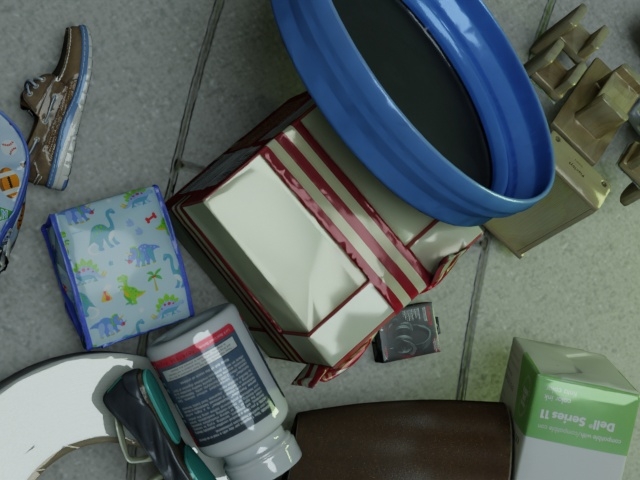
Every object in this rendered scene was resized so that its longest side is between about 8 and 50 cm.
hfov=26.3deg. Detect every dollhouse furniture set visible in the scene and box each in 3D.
[{"bbox_3d":[0.301,-0.117,1.673,0.212,0.161,0.242,43,55,-8],"label":"dollhouse furniture set"}]

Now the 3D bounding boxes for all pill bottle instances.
[{"bbox_3d":[-0.097,0.167,1.447,0.108,0.108,0.180,-30,96,-18],"label":"pill bottle"}]

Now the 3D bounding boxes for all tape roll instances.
[{"bbox_3d":[-0.240,0.312,1.485,0.392,0.072,0.392,1,88,-20],"label":"tape roll"}]

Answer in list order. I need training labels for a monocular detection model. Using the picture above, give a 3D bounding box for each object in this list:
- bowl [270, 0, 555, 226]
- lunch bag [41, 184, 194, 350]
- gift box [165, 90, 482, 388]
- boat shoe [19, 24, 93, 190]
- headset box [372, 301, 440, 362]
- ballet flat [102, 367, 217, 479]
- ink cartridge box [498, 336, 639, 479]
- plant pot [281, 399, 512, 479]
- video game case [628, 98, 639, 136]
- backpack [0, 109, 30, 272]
[{"bbox_3d":[0.096,-0.187,1.431,0.391,0.077,0.391,37,35,-31],"label":"bowl"},{"bbox_3d":[-0.218,0.031,1.489,0.129,0.096,0.151,-18,84,-19],"label":"lunch bag"},{"bbox_3d":[0.000,0.000,1.479,0.255,0.276,0.258,-41,102,-11],"label":"gift box"},{"bbox_3d":[-0.291,-0.149,1.486,0.066,0.066,0.183,11,84,-17],"label":"boat shoe"},{"bbox_3d":[0.103,0.108,1.633,0.083,0.032,0.062,-9,91,-18],"label":"headset box"},{"bbox_3d":[-0.165,0.228,1.446,0.074,0.074,0.203,-34,105,-17],"label":"ballet flat"},{"bbox_3d":[0.247,0.307,1.554,0.119,0.207,0.353,11,97,-1],"label":"ink cartridge box"},{"bbox_3d":[0.076,0.268,1.543,0.230,0.215,0.215,11,84,-3],"label":"plant pot"},{"bbox_3d":[0.523,-0.143,1.796,0.193,0.023,0.212,-42,102,-16],"label":"video game case"},{"bbox_3d":[-0.421,-0.038,1.372,0.277,0.213,0.263,26,69,-14],"label":"backpack"}]
